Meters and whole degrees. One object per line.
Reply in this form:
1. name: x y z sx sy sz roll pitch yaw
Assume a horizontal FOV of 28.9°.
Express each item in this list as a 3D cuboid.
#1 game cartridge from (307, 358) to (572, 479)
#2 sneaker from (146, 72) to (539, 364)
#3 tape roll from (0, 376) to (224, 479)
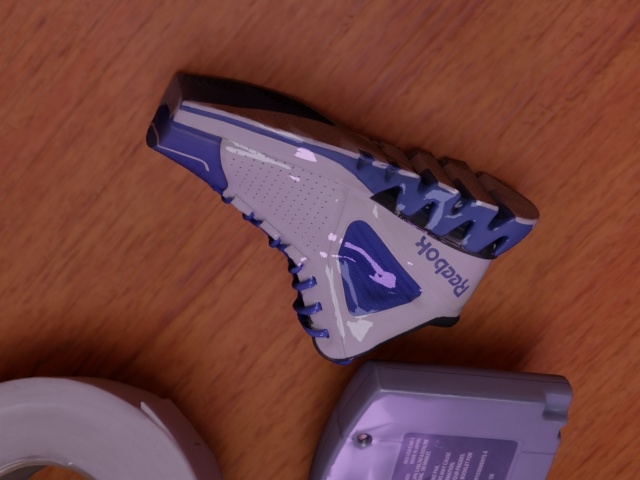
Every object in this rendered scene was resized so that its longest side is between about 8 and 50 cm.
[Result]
1. game cartridge: 0.087 0.223 1.090 0.196 0.060 0.294 4 127 -11
2. sneaker: 0.001 0.000 0.992 0.316 0.127 0.182 20 107 -13
3. tape roll: -0.215 0.252 1.028 0.286 0.100 0.286 -1 83 8
